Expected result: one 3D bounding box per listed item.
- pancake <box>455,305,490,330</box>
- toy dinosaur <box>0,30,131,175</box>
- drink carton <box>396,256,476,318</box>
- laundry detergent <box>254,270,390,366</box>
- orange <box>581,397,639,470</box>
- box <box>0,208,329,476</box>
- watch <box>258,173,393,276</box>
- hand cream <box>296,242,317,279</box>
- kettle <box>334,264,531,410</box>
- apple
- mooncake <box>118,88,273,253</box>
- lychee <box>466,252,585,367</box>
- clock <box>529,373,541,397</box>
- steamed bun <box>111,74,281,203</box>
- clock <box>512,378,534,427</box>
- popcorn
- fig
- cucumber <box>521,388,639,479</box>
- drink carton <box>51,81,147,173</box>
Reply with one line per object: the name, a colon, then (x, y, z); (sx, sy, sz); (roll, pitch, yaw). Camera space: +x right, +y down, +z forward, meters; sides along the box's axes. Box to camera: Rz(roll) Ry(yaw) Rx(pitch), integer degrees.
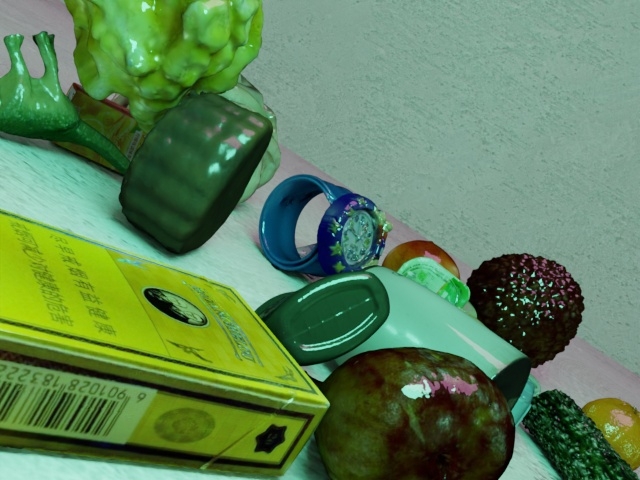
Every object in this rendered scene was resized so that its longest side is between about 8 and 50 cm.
pancake: (0.216, 0.133, 1.003); (0.151, 0.025, 0.151); (43, -3, 3)
toy dinosaur: (-0.392, -0.136, 1.025); (0.087, 0.301, 0.447); (7, 22, 41)
drink carton: (0.207, 0.128, 1.338); (0.144, 0.146, 0.142); (41, 5, 36)
laundry detergent: (-0.016, 0.088, 0.787); (0.078, 0.144, 0.222); (64, -18, 2)
orange: (0.527, 0.346, 1.311); (0.135, 0.117, 0.135); (26, 7, -3)
box: (-0.159, 0.078, 0.567); (0.301, 0.084, 0.193); (24, 14, -42)
watch: (-0.001, -0.008, 1.246); (0.200, 0.196, 0.171); (17, -8, 36)
hand cream: (-0.010, 0.034, 1.370); (0.084, 0.053, 0.142); (37, 21, 18)
kettle: (0.130, 0.144, 0.920); (0.236, 0.161, 0.221); (36, 16, 33)
apple: (0.200, 0.074, 1.489); (0.163, 0.163, 0.139); (18, 34, -55)
mooncake: (-0.168, -0.094, 0.986); (0.124, 0.228, 0.228); (33, 10, 2)
lychee: (0.424, 0.156, 1.581); (0.264, 0.300, 0.264); (31, 48, -42)
clock: (0.318, 0.248, 1.298); (0.148, 0.060, 0.188); (34, 10, 6)
steamed bun: (-0.223, -0.245, 1.465); (0.339, 0.247, 0.352); (35, 6, 7)
clock: (0.193, 0.185, 1.117); (0.274, 0.094, 0.223); (36, 9, 15)
popcorn: (-0.223, -0.314, 1.014); (0.335, 0.274, 0.279); (-17, -63, 50)
fig: (0.048, 0.164, 0.690); (0.170, 0.145, 0.274); (2, 0, -29)
cucumber: (0.395, 0.331, 1.039); (0.096, 0.096, 0.359); (30, 9, -13)
drink carton: (-0.319, -0.162, 1.192); (0.223, 0.096, 0.071); (26, 10, -32)
